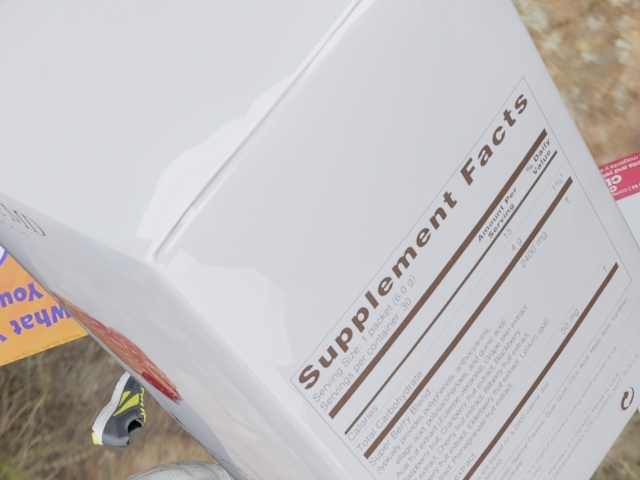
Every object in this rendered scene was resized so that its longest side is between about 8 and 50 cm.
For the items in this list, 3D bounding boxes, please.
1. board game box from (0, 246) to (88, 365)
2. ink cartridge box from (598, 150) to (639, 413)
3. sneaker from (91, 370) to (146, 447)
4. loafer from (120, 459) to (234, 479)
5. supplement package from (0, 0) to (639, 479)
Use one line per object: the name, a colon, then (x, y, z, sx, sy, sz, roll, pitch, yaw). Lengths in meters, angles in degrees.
board game box: (-0.266, -0.156, 1.118, 0.356, 0.356, 0.356, -20, 126, 16)
ink cartridge box: (0.242, 0.039, 0.987, 0.127, 0.176, 0.128, -20, 129, 12)
sneaker: (-0.158, 0.140, 1.345, 0.035, 0.083, 0.031, 20, 144, 13)
loafer: (-0.182, 0.277, 1.495, 0.319, 0.111, 0.112, -25, 73, 42)
supplement package: (0.000, 0.000, 0.686, 0.175, 0.177, 0.293, -52, 135, -15)
